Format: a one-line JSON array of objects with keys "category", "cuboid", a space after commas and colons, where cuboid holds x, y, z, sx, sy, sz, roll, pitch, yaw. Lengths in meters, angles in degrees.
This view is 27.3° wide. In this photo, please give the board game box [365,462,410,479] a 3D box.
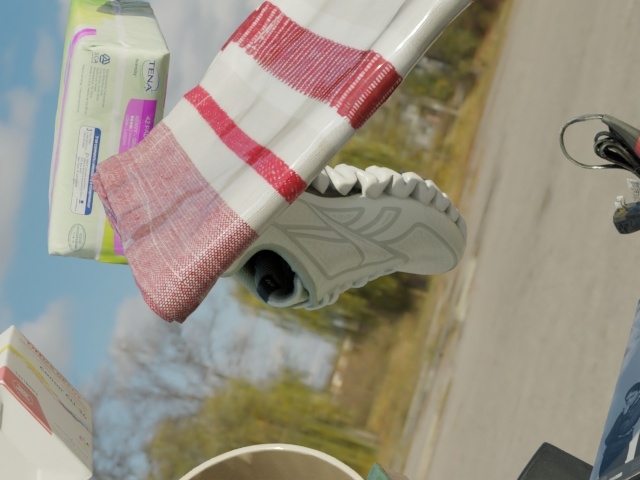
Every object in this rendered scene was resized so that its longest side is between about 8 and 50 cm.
[{"category": "board game box", "cuboid": [0.040, 0.223, 0.827, 0.259, 0.039, 0.124, -178, 113, -86]}]

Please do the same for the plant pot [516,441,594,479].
[{"category": "plant pot", "cuboid": [0.295, 0.388, 1.574, 0.167, 0.188, 0.187, -35, -50, -28]}]

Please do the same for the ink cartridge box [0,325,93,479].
[{"category": "ink cartridge box", "cuboid": [-0.262, 0.150, 1.168, 0.067, 0.115, 0.198, -39, 17, 0]}]

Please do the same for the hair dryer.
[{"category": "hair dryer", "cuboid": [0.437, -0.057, 1.553, 0.223, 0.293, 0.080, 45, -123, -42]}]

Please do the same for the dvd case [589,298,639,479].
[{"category": "dvd case", "cuboid": [0.276, 0.074, 0.926, 0.179, 0.029, 0.238, -42, 9, 39]}]

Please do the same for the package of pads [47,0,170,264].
[{"category": "package of pads", "cuboid": [-0.223, -0.119, 1.372, 0.296, 0.101, 0.229, -116, 35, -67]}]

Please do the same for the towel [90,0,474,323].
[{"category": "towel", "cuboid": [0.001, -0.115, 0.731, 0.329, 0.037, 0.237, -48, 22, 1]}]

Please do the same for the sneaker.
[{"category": "sneaker", "cuboid": [0.000, 0.000, 0.963, 0.110, 0.292, 0.118, -21, 65, 41]}]

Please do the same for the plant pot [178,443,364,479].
[{"category": "plant pot", "cuboid": [-0.031, 0.380, 1.310, 0.274, 0.256, 0.256, 73, -149, -52]}]
